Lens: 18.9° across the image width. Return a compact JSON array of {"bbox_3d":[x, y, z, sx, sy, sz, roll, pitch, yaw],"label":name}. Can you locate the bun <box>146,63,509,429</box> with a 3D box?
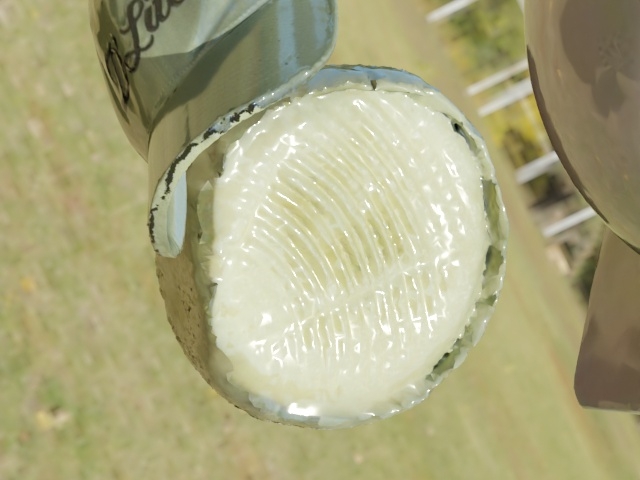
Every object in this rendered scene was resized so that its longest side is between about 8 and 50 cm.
[{"bbox_3d":[0.000,0.000,1.311,0.152,0.259,0.259,19,-39,60],"label":"bun"}]

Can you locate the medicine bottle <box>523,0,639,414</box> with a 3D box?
[{"bbox_3d":[0.201,-0.129,0.710,0.236,0.235,0.406,43,60,-72],"label":"medicine bottle"}]

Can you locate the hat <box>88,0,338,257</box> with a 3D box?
[{"bbox_3d":[-0.048,-0.059,0.656,0.081,0.122,0.166,27,31,-17],"label":"hat"}]
